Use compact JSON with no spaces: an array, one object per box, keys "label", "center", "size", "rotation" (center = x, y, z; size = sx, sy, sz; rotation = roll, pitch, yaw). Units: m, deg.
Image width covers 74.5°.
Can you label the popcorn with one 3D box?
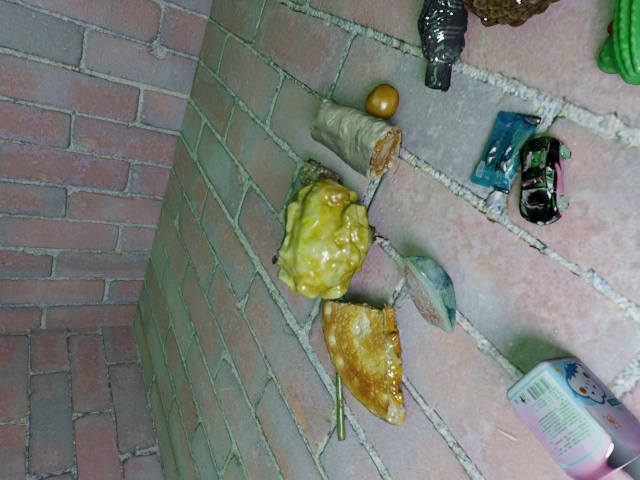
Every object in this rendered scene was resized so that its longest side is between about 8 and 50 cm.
[{"label":"popcorn","center":[0.000,0.000,1.016],"size":[0.252,0.215,0.286],"rotation":[-7,66,56]}]

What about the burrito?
[{"label":"burrito","center":[0.083,-0.240,0.994],"size":[0.299,0.105,0.143],"rotation":[45,158,48]}]

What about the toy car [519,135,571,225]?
[{"label":"toy car","center":[0.354,-0.096,0.677],"size":[0.069,0.055,0.142],"rotation":[-3,83,57]}]

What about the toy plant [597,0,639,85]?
[{"label":"toy plant","center":[0.444,-0.325,0.537],"size":[0.154,0.088,0.240],"rotation":[-97,17,-67]}]

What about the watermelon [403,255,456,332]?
[{"label":"watermelon","center":[0.211,0.094,0.822],"size":[0.094,0.081,0.180],"rotation":[-1,122,35]}]

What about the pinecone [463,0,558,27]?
[{"label":"pinecone","center":[0.308,-0.456,0.671],"size":[0.179,0.184,0.204],"rotation":[-14,65,34]}]

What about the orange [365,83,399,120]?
[{"label":"orange","center":[0.142,-0.318,0.971],"size":[0.085,0.085,0.084],"rotation":[-8,80,53]}]

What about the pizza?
[{"label":"pizza","center":[0.111,0.238,0.948],"size":[0.226,0.086,0.335],"rotation":[-57,46,27]}]

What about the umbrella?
[{"label":"umbrella","center":[0.244,-0.475,0.827],"size":[0.128,0.154,0.336],"rotation":[11,118,24]}]

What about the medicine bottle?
[{"label":"medicine bottle","center":[0.364,0.258,0.568],"size":[0.094,0.119,0.188],"rotation":[-58,43,27]}]

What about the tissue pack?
[{"label":"tissue pack","center":[0.325,-0.158,0.748],"size":[0.085,0.028,0.137],"rotation":[37,113,50]}]

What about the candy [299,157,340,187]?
[{"label":"candy","center":[-0.003,-0.169,1.139],"size":[0.110,0.095,0.085],"rotation":[29,106,46]}]

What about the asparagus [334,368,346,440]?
[{"label":"asparagus","center":[0.049,0.378,1.069],"size":[0.025,0.024,0.248],"rotation":[-3,82,11]}]
